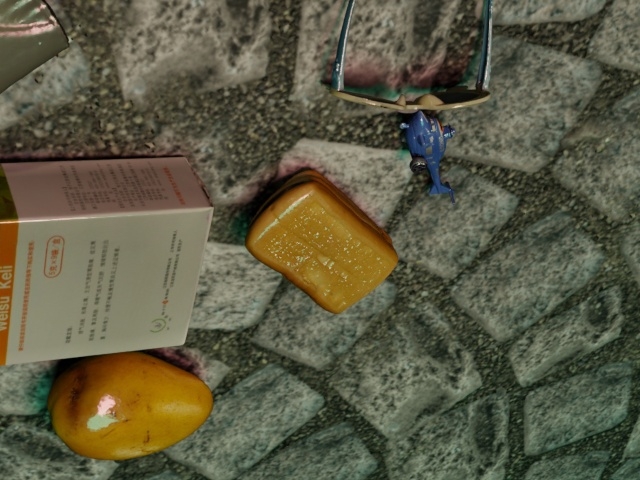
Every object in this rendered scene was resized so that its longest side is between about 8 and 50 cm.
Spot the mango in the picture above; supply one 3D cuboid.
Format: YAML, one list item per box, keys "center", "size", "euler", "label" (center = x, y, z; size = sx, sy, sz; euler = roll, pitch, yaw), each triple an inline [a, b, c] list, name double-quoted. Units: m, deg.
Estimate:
- center: [-0.229, 0.205, 1.435]
  size: [0.219, 0.112, 0.145]
  euler: [9, 121, -36]
  label: "mango"

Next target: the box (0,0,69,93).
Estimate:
- center: [-0.352, -0.227, 0.990]
  size: [0.178, 0.138, 0.274]
  euler: [-31, 138, -4]
  label: "box"

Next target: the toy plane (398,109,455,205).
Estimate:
- center: [0.132, -0.099, 1.369]
  size: [0.062, 0.054, 0.167]
  euler: [-16, 144, 4]
  label: "toy plane"

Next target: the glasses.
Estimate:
- center: [0.115, -0.225, 1.227]
  size: [0.190, 0.088, 0.220]
  euler: [-3, 130, -22]
  label: "glasses"

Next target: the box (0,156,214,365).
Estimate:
- center: [-0.280, 0.023, 1.239]
  size: [0.299, 0.106, 0.200]
  euler: [-5, 131, -27]
  label: "box"

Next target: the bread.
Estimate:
- center: [0.000, 0.000, 1.383]
  size: [0.116, 0.077, 0.200]
  euler: [-39, 132, 13]
  label: "bread"
